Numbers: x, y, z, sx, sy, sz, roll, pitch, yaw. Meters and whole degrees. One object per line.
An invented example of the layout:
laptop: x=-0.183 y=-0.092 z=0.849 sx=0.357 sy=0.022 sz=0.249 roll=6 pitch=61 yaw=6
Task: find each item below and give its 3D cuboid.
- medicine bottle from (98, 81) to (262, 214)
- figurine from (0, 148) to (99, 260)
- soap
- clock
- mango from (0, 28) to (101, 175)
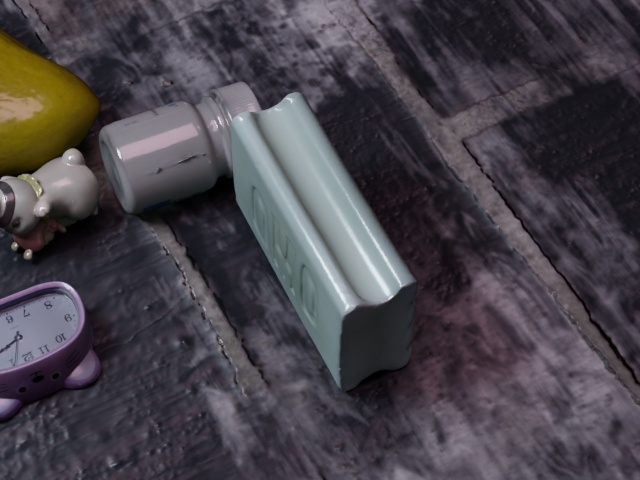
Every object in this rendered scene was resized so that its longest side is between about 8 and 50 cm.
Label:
medicine bottle: x=-0.145 y=-0.098 z=1.884 sx=0.168 sy=0.105 sz=0.105 roll=-20 pitch=57 yaw=-13
figurine: x=-0.300 y=-0.026 z=1.831 sx=0.146 sy=0.098 sz=0.081 roll=-29 pitch=23 yaw=-34
soap: x=0.000 y=0.000 z=1.782 sx=0.087 sy=0.160 sz=0.265 roll=-22 pitch=58 yaw=-14
clock: x=-0.298 y=0.110 z=1.767 sx=0.152 sy=0.050 sz=0.110 roll=-22 pitch=58 yaw=-15
mango: x=-0.413 y=-0.165 z=1.907 sx=0.331 sy=0.142 sz=0.195 roll=31 pitch=66 yaw=19
